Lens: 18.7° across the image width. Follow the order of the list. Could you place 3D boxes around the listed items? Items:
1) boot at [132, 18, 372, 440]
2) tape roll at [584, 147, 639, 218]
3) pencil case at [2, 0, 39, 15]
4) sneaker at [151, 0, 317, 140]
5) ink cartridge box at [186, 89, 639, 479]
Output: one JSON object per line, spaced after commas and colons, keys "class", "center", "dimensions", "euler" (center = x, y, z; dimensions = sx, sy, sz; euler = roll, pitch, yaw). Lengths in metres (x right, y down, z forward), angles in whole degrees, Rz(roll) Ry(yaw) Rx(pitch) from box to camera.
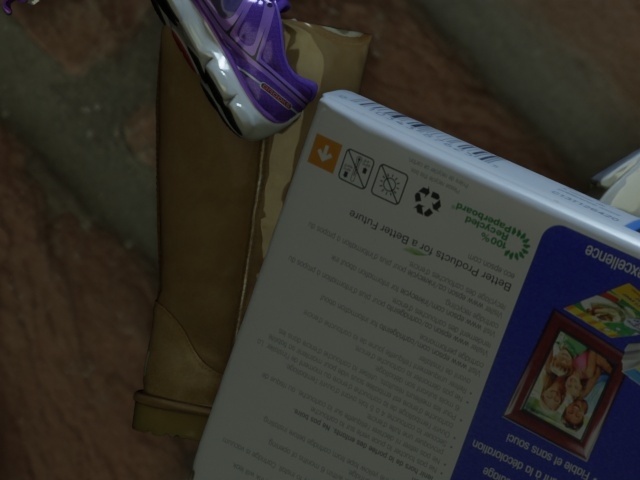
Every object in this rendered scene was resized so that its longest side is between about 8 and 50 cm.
{"class": "boot", "center": [0.000, 0.000, 1.213], "dimensions": [0.236, 0.089, 0.269], "euler": [8, 92, 3]}
{"class": "tape roll", "center": [0.267, 0.063, 1.149], "dimensions": [0.286, 0.100, 0.286], "euler": [0, 93, 4]}
{"class": "pencil case", "center": [-0.122, -0.214, 1.210], "dimensions": [0.206, 0.086, 0.088], "euler": [-21, 87, 4]}
{"class": "sneaker", "center": [-0.059, -0.143, 1.163], "dimensions": [0.071, 0.068, 0.170], "euler": [-31, 96, -10]}
{"class": "ink cartridge box", "center": [0.088, 0.114, 1.097], "dimensions": [0.303, 0.072, 0.307], "euler": [25, 109, 18]}
